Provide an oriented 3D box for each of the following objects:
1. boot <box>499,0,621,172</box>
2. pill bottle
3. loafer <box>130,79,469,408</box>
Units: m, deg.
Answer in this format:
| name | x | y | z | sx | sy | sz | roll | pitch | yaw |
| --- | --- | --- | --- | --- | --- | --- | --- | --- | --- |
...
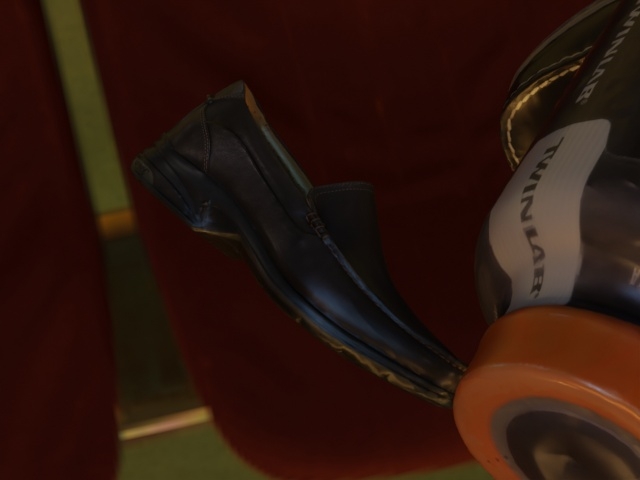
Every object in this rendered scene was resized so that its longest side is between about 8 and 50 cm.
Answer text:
| name | x | y | z | sx | sy | sz | roll | pitch | yaw |
| --- | --- | --- | --- | --- | --- | --- | --- | --- | --- |
| boot | 0.203 | -0.036 | 0.962 | 0.377 | 0.138 | 0.284 | -4 | -152 | 41 |
| pill bottle | 0.137 | -0.015 | 0.639 | 0.130 | 0.245 | 0.130 | 24 | 146 | 17 |
| loafer | 0.000 | 0.000 | 0.735 | 0.061 | 0.170 | 0.062 | -49 | 163 | 0 |
